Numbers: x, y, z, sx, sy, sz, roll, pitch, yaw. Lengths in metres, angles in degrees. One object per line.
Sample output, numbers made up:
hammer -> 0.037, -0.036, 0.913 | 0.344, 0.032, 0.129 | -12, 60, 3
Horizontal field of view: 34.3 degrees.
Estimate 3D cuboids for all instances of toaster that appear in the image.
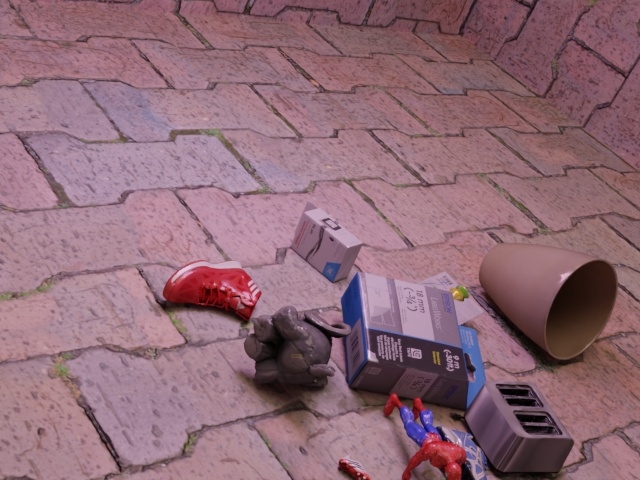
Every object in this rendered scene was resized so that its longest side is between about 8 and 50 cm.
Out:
toaster -> 0.386, 0.371, 2.062 | 0.185, 0.110, 0.168 | 7, 33, -28

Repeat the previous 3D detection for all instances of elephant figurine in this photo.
elephant figurine -> -0.023, 0.198, 2.020 | 0.239, 0.169, 0.186 | 1, 63, -61

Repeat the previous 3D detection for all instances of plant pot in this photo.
plant pot -> 0.520, 0.111, 2.488 | 0.256, 0.256, 0.274 | -3, 24, -40

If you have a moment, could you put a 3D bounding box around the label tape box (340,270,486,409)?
label tape box -> 0.219, 0.213, 2.161 | 0.333, 0.106, 0.241 | 13, 43, -18

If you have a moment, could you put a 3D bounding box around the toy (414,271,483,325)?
toy -> 0.248, 0.161, 2.351 | 0.237, 0.056, 0.137 | -22, 61, -40

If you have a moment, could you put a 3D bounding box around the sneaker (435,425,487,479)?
sneaker -> 0.280, 0.424, 1.926 | 0.081, 0.080, 0.211 | 6, 35, -24

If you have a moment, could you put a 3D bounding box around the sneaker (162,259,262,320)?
sneaker -> -0.202, 0.105, 2.091 | 0.128, 0.087, 0.221 | 39, 34, 28

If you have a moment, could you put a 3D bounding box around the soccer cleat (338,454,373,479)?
soccer cleat -> 0.069, 0.412, 1.846 | 0.083, 0.029, 0.035 | 32, 34, 23

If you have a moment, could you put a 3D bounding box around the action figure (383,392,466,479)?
action figure -> 0.190, 0.399, 1.912 | 0.091, 0.139, 0.280 | 10, 10, -17

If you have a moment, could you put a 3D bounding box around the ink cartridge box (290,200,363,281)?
ink cartridge box -> 0.000, 0.000, 2.393 | 0.180, 0.104, 0.060 | 39, 33, 25
